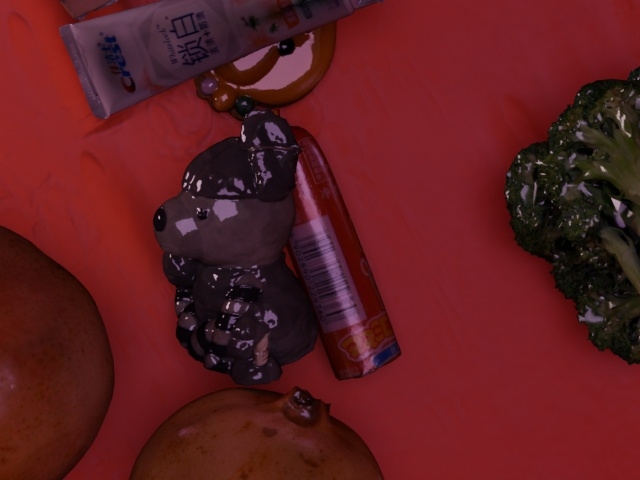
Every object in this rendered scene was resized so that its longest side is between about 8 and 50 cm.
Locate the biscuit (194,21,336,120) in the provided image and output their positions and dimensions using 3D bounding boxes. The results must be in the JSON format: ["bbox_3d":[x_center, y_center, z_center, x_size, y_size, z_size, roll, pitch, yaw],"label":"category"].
[{"bbox_3d":[-0.070,-0.200,1.770,0.170,0.050,0.170,0,90,-4],"label":"biscuit"}]

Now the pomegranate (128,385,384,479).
[{"bbox_3d":[-0.059,0.258,1.666,0.264,0.264,0.264,0,90,-5],"label":"pomegranate"}]

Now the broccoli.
[{"bbox_3d":[0.330,-0.021,1.709,0.308,0.275,0.308,0,118,0],"label":"broccoli"}]

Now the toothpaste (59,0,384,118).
[{"bbox_3d":[-0.086,-0.211,1.718,0.323,0.066,0.100,-18,108,10],"label":"toothpaste"}]

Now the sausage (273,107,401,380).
[{"bbox_3d":[0.000,0.000,1.766,0.074,0.074,0.274,-22,91,-5],"label":"sausage"}]

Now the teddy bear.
[{"bbox_3d":[-0.095,0.001,1.714,0.144,0.171,0.251,-14,102,-24],"label":"teddy bear"}]

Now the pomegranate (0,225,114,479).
[{"bbox_3d":[-0.333,0.122,1.642,0.319,0.319,0.319,0,90,-5],"label":"pomegranate"}]

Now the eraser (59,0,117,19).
[{"bbox_3d":[-0.246,-0.359,1.657,0.171,0.087,0.290,-42,132,-5],"label":"eraser"}]
